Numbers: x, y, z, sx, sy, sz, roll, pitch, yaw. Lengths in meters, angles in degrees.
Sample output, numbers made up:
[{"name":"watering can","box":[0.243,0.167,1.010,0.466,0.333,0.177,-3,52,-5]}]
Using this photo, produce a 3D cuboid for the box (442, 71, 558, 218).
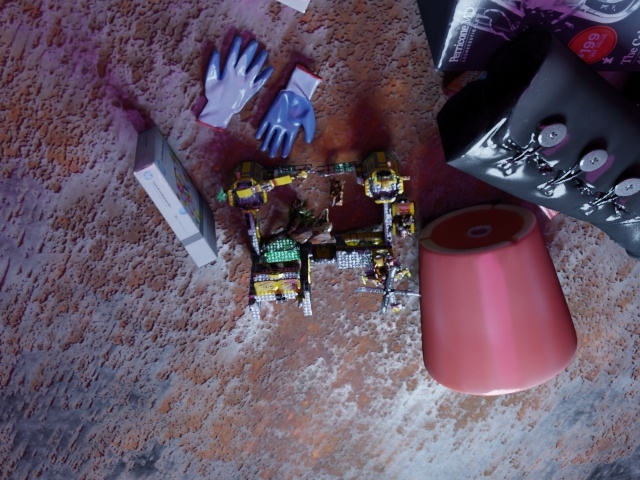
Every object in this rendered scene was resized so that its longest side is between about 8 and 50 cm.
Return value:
[{"name":"box","box":[0.328,-0.173,1.160,0.128,0.123,0.257,-39,119,15]}]

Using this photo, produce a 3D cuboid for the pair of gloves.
[{"name":"pair of gloves","box":[-0.089,-0.216,1.133,0.198,0.023,0.159,21,118,-19]}]

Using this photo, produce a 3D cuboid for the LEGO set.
[{"name":"LEGO set","box":[0.000,0.000,1.162,0.331,0.192,0.255,2,123,-3]}]

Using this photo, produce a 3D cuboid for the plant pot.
[{"name":"plant pot","box":[0.285,0.085,1.246,0.274,0.275,0.243,-15,112,1]}]

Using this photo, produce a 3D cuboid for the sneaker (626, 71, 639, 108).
[{"name":"sneaker","box":[0.532,-0.253,1.170,0.124,0.107,0.283,40,104,-14]}]

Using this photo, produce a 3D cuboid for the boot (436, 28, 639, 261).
[{"name":"boot","box":[0.435,-0.171,1.012,0.445,0.146,0.367,26,119,-24]}]

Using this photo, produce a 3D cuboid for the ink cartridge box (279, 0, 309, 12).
[{"name":"ink cartridge box","box":[-0.095,-0.386,0.956,0.190,0.140,0.082,21,115,-20]}]

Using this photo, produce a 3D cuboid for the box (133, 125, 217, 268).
[{"name":"box","box":[-0.221,-0.068,1.132,0.038,0.145,0.186,-27,121,6]}]

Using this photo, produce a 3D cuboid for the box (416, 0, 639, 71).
[{"name":"box","box":[0.312,-0.395,0.922,0.312,0.179,0.343,-1,145,-6]}]
